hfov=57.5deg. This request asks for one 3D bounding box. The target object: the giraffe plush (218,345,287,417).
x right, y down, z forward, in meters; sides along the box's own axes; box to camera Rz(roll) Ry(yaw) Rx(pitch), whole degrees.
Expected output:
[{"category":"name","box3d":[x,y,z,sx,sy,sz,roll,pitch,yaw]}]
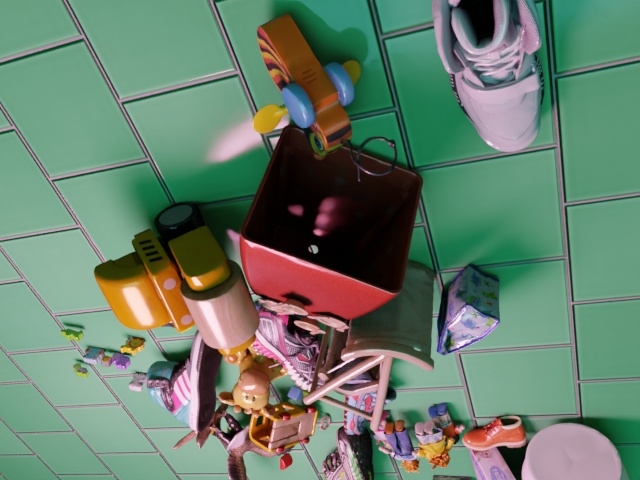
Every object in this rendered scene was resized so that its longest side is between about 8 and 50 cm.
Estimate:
[{"category":"giraffe plush","box3d":[-0.161,0.323,1.393,0.182,0.170,0.210,-3,127,14]}]

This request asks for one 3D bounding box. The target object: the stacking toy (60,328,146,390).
[{"category":"stacking toy","box3d":[-0.571,0.311,1.558,0.221,0.052,0.166,11,128,6]}]

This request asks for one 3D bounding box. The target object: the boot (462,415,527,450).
[{"category":"boot","box3d":[0.431,0.477,1.461,0.158,0.059,0.084,-12,122,11]}]

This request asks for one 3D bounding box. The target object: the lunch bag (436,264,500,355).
[{"category":"lunch bag","box3d":[0.285,0.145,1.177,0.096,0.128,0.151,28,131,-4]}]

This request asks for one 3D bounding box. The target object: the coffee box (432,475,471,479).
[{"category":"coffee box","box3d":[0.388,0.753,1.696,0.113,0.040,0.184,-4,127,16]}]

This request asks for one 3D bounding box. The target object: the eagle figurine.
[{"category":"eagle figurine","box3d":[-0.213,0.580,1.607,0.226,0.225,0.298,-30,107,15]}]

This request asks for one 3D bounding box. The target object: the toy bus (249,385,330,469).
[{"category":"toy bus","box3d":[-0.091,0.472,1.520,0.105,0.191,0.202,17,142,39]}]

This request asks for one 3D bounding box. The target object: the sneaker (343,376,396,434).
[{"category":"sneaker","box3d":[0.122,0.395,1.432,0.125,0.104,0.261,6,129,5]}]

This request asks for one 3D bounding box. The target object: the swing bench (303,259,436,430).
[{"category":"swing bench","box3d":[0.106,0.192,1.175,0.165,0.253,0.254,23,129,-6]}]

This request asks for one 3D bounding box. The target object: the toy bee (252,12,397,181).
[{"category":"toy bee","box3d":[-0.013,-0.199,0.935,0.196,0.298,0.162,-10,164,-10]}]

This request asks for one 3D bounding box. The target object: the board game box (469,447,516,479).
[{"category":"board game box","box3d":[0.489,0.712,1.466,0.066,0.318,0.317,-22,123,-2]}]

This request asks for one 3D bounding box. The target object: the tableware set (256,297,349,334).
[{"category":"tableware set","box3d":[-0.036,0.140,1.079,0.169,0.020,0.141,28,158,-22]}]

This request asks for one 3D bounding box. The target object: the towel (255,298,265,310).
[{"category":"towel","box3d":[-0.107,0.156,1.339,0.120,0.029,0.067,-30,116,31]}]

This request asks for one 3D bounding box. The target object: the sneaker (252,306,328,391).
[{"category":"sneaker","box3d":[-0.037,0.247,1.319,0.112,0.120,0.299,-29,129,26]}]

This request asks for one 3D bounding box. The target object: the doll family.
[{"category":"doll family","box3d":[0.242,0.526,1.496,0.263,0.118,0.163,-13,122,24]}]

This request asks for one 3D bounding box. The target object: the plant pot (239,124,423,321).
[{"category":"plant pot","box3d":[0.000,0.000,1.058,0.268,0.267,0.235,21,143,-4]}]

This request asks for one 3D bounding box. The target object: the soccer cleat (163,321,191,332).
[{"category":"soccer cleat","box3d":[-0.387,0.168,1.393,0.179,0.060,0.072,34,129,-18]}]

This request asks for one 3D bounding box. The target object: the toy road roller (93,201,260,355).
[{"category":"toy road roller","box3d":[-0.289,0.097,1.139,0.241,0.329,0.202,-27,128,-17]}]

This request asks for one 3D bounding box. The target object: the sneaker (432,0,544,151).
[{"category":"sneaker","box3d":[0.238,-0.251,0.819,0.138,0.210,0.365,-12,125,21]}]

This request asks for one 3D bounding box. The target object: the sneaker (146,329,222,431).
[{"category":"sneaker","box3d":[-0.350,0.326,1.477,0.179,0.124,0.295,17,110,19]}]

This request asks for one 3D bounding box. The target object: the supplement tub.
[{"category":"supplement tub","box3d":[0.622,0.628,1.415,0.241,0.241,0.331,-8,125,19]}]

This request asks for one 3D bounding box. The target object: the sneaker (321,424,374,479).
[{"category":"sneaker","box3d":[0.068,0.629,1.610,0.147,0.134,0.343,3,129,11]}]
